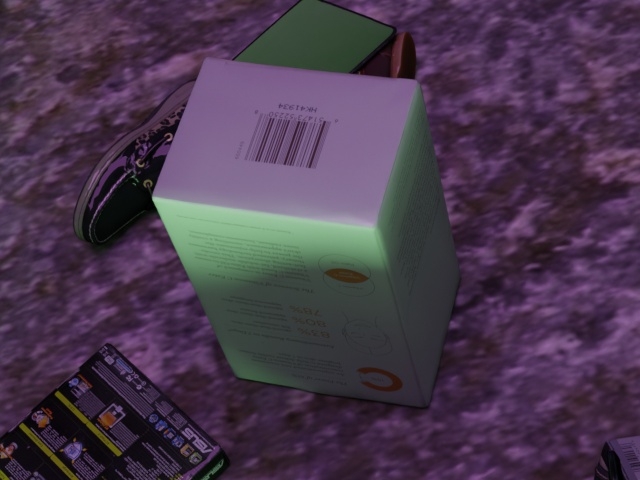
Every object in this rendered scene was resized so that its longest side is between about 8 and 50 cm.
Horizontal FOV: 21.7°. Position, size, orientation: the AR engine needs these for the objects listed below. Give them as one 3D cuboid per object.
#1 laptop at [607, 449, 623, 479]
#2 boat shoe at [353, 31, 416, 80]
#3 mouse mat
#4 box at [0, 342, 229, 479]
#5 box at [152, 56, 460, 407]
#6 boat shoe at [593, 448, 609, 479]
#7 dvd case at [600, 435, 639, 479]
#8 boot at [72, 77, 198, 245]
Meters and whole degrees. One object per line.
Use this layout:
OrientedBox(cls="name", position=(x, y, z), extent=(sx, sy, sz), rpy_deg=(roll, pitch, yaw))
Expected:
OrientedBox(cls="laptop", position=(0.203, 0.350, 1.421), extent=(0.137, 0.234, 0.264), rpy_deg=(-5, 58, 7))
OrientedBox(cls="boat shoe", position=(0.061, -0.148, 1.873), extent=(0.073, 0.073, 0.207), rpy_deg=(-5, 49, 18))
OrientedBox(cls="mouse mat", position=(-0.016, -0.219, 1.932), extent=(0.152, 0.007, 0.190), rpy_deg=(-43, 38, -14))
OrientedBox(cls="box", position=(-0.222, 0.226, 1.708), extent=(0.184, 0.045, 0.191), rpy_deg=(-44, 61, -14))
OrientedBox(cls="box", position=(0.000, 0.000, 1.622), extent=(0.215, 0.345, 0.168), rpy_deg=(8, 59, 16))
OrientedBox(cls="boat shoe", position=(0.352, 0.261, 1.565), extent=(0.206, 0.065, 0.075), rpy_deg=(23, 20, 16))
OrientedBox(cls="dvd case", position=(0.396, 0.241, 1.509), extent=(0.239, 0.029, 0.179), rpy_deg=(-5, 46, -18))
OrientedBox(cls="boot", position=(-0.143, -0.060, 1.849), extent=(0.179, 0.085, 0.236), rpy_deg=(32, 68, 25))
